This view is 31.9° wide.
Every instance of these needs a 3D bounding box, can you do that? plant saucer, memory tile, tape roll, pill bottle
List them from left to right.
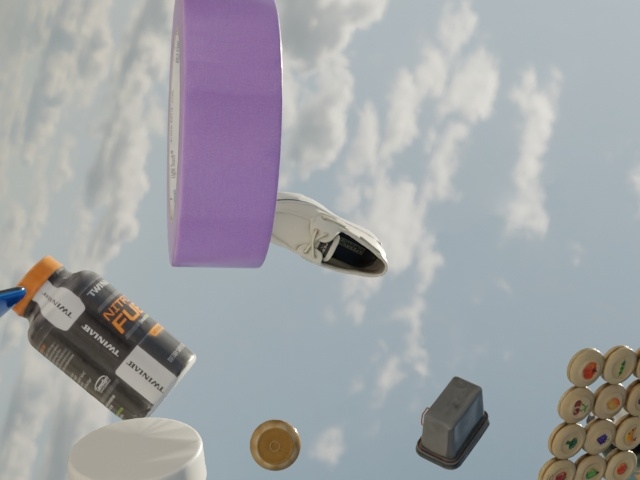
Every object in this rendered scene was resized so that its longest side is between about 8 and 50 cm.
[{"bbox_3d":[-0.298,0.128,1.491,0.130,0.245,0.130,-51,-178,2],"label":"pill bottle"},{"bbox_3d":[-0.133,0.271,0.873,0.136,0.136,0.246,-129,-146,-67],"label":"pill bottle"},{"bbox_3d":[-0.100,-0.110,1.092,0.275,0.090,0.275,-179,-90,-80],"label":"tape roll"},{"bbox_3d":[-0.073,0.333,1.812,0.015,0.083,0.083,132,-29,-87],"label":"plant saucer"},{"bbox_3d":[0.258,0.163,1.018,0.012,0.113,0.148,39,-55,56],"label":"memory tile"}]

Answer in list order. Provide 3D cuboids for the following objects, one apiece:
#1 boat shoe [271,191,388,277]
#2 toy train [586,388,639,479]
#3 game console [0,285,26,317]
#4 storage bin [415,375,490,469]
[{"bbox_3d":[0.000,0.000,1.904,0.096,0.267,0.088,-56,-150,13],"label":"boat shoe"},{"bbox_3d":[0.457,0.281,1.391,0.190,0.334,0.142,-3,-123,33],"label":"toy train"},{"bbox_3d":[-0.549,0.093,1.323,0.293,0.250,0.173,-14,129,-61],"label":"game console"},{"bbox_3d":[0.215,0.292,1.854,0.135,0.098,0.091,-44,144,-37],"label":"storage bin"}]
